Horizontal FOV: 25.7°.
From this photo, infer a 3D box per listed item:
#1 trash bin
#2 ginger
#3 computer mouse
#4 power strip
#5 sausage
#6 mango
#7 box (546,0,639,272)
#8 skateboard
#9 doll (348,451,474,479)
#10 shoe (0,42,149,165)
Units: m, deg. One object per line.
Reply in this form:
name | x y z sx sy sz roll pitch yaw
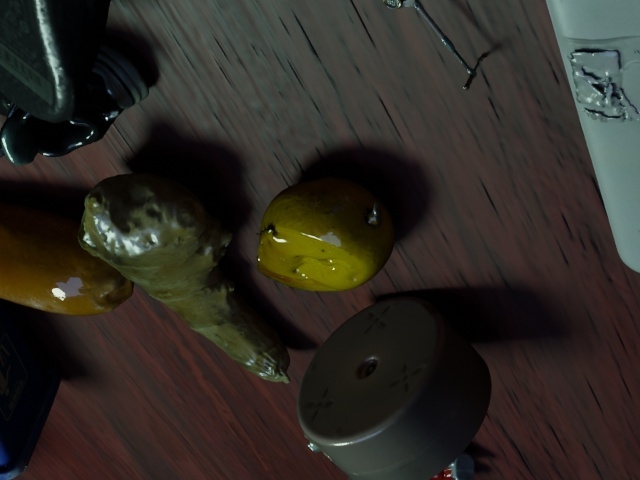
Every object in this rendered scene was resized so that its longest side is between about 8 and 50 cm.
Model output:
trash bin | -0.403 0.138 1.507 0.184 0.162 0.234 4 138 12
ginger | -0.105 0.033 1.222 0.131 0.086 0.294 -7 143 30
computer mouse | -0.197 -0.201 0.951 0.147 0.088 0.264 37 151 19
power strip | 0.057 0.127 1.149 0.154 0.154 0.078 -8 136 44
sausage | -0.271 0.016 1.307 0.238 0.098 0.098 11 144 32
mango | 0.000 0.000 1.103 0.101 0.066 0.187 26 154 -11
box | 0.226 -0.073 0.845 0.142 0.044 0.285 5 141 30
skateboard | 0.087 -0.138 0.877 0.064 0.032 0.083 -19 122 38
doll | 0.083 0.240 1.370 0.094 0.079 0.180 46 133 -6
shoe | -0.219 -0.102 1.095 0.169 0.099 0.071 4 143 35
